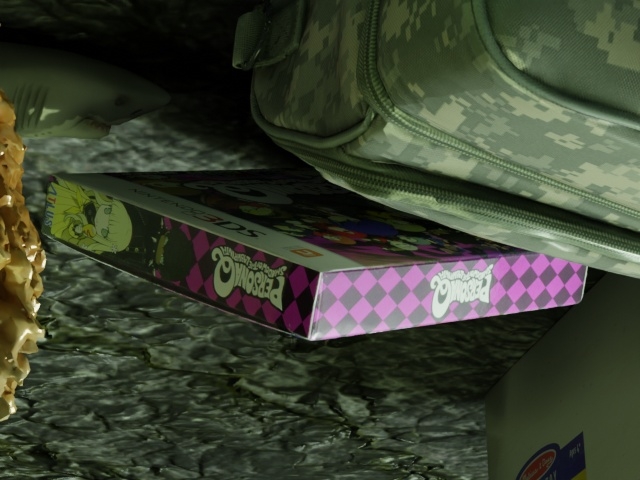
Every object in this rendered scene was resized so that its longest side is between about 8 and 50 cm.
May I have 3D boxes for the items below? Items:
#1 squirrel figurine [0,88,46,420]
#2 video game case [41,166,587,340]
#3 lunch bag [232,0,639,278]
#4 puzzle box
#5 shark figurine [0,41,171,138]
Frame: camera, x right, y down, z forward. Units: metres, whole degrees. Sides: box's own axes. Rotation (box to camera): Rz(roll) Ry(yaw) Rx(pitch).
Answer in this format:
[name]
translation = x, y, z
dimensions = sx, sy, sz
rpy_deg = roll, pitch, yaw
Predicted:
[squirrel figurine]
translation = -0.247, -0.088, 0.541
dimensions = 0.397, 0.281, 0.370
rpy_deg = 34, 130, -10
[video game case]
translation = 0.000, 0.000, 0.904
dimensions = 0.210, 0.042, 0.232
rpy_deg = 20, -164, 41
[lunch bag]
translation = 0.139, -0.091, 0.801
dimensions = 0.305, 0.212, 0.256
rpy_deg = 16, 162, -24
[puzzle box]
translation = 0.223, 0.147, 1.120
dimensions = 0.052, 0.272, 0.409
rpy_deg = 11, 148, -16
[shark figurine]
translation = -0.229, -0.083, 0.865
dimensions = 0.166, 0.278, 0.116
rpy_deg = 15, 116, 30
